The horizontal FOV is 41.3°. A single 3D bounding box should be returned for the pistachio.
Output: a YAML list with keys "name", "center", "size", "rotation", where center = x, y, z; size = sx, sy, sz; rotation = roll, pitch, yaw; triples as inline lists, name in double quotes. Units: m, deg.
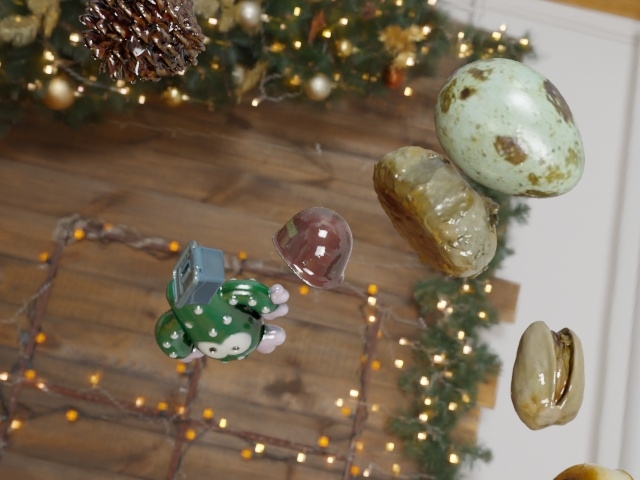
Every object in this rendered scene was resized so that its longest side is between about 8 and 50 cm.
- name: "pistachio"
  center: [0.406, 0.242, 1.528]
  size: [0.131, 0.130, 0.206]
  rotation: [-50, -160, 52]

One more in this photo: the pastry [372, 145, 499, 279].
- name: "pastry"
  center: [0.190, -0.053, 1.387]
  size: [0.121, 0.257, 0.235]
  rotation: [-38, 141, -7]

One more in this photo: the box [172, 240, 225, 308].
- name: "box"
  center: [-0.182, 0.053, 1.272]
  size: [0.099, 0.054, 0.074]
  rotation: [-50, -137, 46]

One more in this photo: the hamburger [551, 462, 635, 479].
- name: "hamburger"
  center: [0.448, 0.482, 1.427]
  size: [0.237, 0.147, 0.237]
  rotation: [-47, -176, 4]

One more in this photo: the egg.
- name: "egg"
  center: [0.259, -0.148, 1.159]
  size: [0.169, 0.231, 0.169]
  rotation: [-36, 157, -18]

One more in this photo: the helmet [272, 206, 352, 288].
- name: "helmet"
  center: [0.000, 0.000, 1.582]
  size: [0.106, 0.155, 0.175]
  rotation: [-56, -164, 30]

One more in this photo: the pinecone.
- name: "pinecone"
  center: [-0.305, -0.368, 1.428]
  size: [0.221, 0.222, 0.221]
  rotation: [-167, -90, -89]

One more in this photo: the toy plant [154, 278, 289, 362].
- name: "toy plant"
  center: [-0.174, 0.143, 1.488]
  size: [0.243, 0.233, 0.112]
  rotation: [98, -9, -49]
